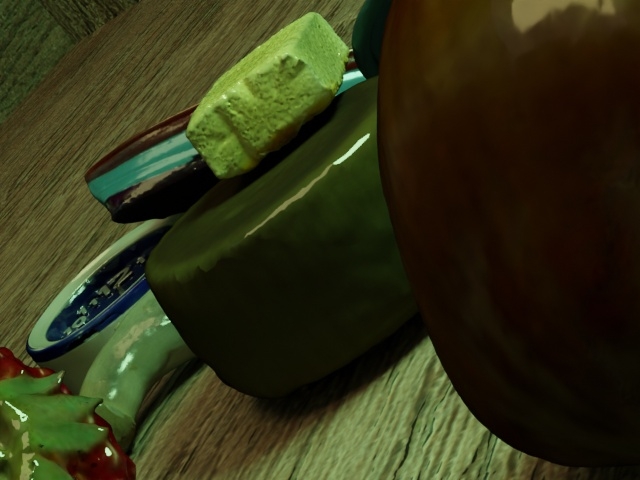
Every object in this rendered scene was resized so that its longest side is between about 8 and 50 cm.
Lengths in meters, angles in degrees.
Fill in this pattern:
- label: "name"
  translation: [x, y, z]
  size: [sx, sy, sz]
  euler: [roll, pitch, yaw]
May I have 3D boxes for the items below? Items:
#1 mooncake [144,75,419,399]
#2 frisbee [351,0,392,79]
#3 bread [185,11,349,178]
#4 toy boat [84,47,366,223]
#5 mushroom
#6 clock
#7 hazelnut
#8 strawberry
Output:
- label: "mooncake"
  translation: [0.000, 0.000, 1.472]
  size: [0.284, 0.155, 0.284]
  euler: [-37, 16, 12]
- label: "frisbee"
  translation: [0.155, -0.238, 1.623]
  size: [0.289, 0.049, 0.289]
  euler: [-20, -27, -11]
- label: "bread"
  translation: [-0.041, -0.130, 1.539]
  size: [0.125, 0.068, 0.188]
  euler: [-35, 11, 15]
- label: "toy boat"
  translation: [-0.062, -0.107, 1.853]
  size: [0.392, 0.136, 0.079]
  euler: [-20, 48, 4]
- label: "mushroom"
  translation: [-0.170, 0.119, 1.663]
  size: [0.223, 0.092, 0.081]
  euler: [-48, -26, -35]
- label: "clock"
  translation: [-0.204, 0.066, 1.880]
  size: [0.230, 0.083, 0.230]
  euler: [-38, 15, 13]
- label: "hazelnut"
  translation: [0.190, -0.055, 0.967]
  size: [0.366, 0.366, 0.366]
  euler: [-36, 17, 13]
- label: "strawberry"
  translation: [-0.331, 0.248, 1.387]
  size: [0.317, 0.295, 0.345]
  euler: [-6, -43, -47]
